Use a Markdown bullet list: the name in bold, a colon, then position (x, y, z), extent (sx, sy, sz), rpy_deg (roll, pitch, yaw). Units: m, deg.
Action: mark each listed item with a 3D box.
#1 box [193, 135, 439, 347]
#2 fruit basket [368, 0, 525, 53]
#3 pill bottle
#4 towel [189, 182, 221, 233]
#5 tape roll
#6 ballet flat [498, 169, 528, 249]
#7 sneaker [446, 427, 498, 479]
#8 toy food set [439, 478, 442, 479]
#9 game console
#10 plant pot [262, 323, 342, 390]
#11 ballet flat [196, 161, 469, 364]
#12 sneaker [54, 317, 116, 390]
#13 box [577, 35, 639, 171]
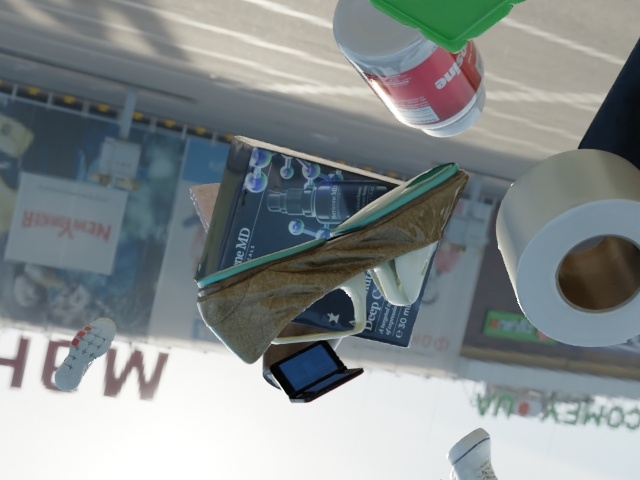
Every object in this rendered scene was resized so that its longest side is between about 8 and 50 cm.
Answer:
- **box**: position (0.000, 0.000, 1.816), extent (0.395, 0.294, 0.212), rpy_deg (14, -173, -17)
- **fruit basket**: position (0.145, -0.479, 1.195), extent (0.392, 0.392, 0.283), rpy_deg (12, 159, -25)
- **pill bottle**: position (0.202, -0.370, 1.981), extent (0.229, 0.229, 0.407), rpy_deg (15, 169, 29)
- **towel**: position (-0.133, -0.066, 2.416), extent (0.331, 0.053, 0.317), rpy_deg (-5, -147, -19)
- **tape roll**: position (0.392, 0.009, 1.420), extent (0.246, 0.246, 0.169), rpy_deg (13, -151, -8)
- **ballet flat**: position (0.381, -0.061, 1.818), extent (0.083, 0.087, 0.247), rpy_deg (-13, 156, -11)
- **sneaker**: position (0.301, 0.435, 1.837), extent (0.091, 0.094, 0.258), rpy_deg (50, 168, 30)
- **toy food set**: position (0.275, 0.557, 1.551), extent (0.092, 0.220, 0.306), rpy_deg (-13, -145, -42)
- **game console**: position (-0.008, 0.257, 1.922), extent (0.144, 0.085, 0.124), rpy_deg (-25, -178, -27)
- **plant pot**: position (-0.056, 0.253, 2.400), extent (0.215, 0.230, 0.215), rpy_deg (16, 147, 11)
- **ballet flat**: position (0.033, 0.032, 1.036), extent (0.342, 0.124, 0.116), rpy_deg (-26, -174, -26)
- **sneaker**: position (-0.414, 0.191, 1.705), extent (0.061, 0.158, 0.065), rpy_deg (39, -167, -10)
- **box**: position (0.741, -0.338, 1.652), extent (0.297, 0.480, 0.471), rpy_deg (36, -141, 19)
